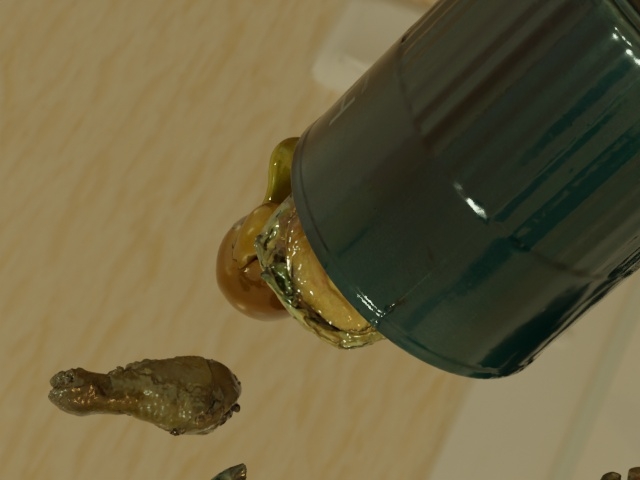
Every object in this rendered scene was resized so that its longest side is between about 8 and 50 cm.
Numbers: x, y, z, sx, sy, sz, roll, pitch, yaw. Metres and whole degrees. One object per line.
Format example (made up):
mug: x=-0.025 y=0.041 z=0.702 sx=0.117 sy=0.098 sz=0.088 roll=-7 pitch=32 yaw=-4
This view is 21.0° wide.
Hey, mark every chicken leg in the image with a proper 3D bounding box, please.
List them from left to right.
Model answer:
chicken leg: x=-0.162 y=0.144 z=1.626 sx=0.198 sy=0.085 sz=0.069 roll=6 pitch=151 yaw=-30

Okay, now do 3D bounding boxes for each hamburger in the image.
hamburger: x=-0.010 y=0.028 z=1.626 sx=0.087 sy=0.102 sz=0.176 roll=171 pitch=77 yaw=-78

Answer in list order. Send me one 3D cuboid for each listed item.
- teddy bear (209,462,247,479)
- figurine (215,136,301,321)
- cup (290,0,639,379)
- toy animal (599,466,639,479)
teddy bear: x=-0.120 y=0.306 z=1.558 sx=0.133 sy=0.213 sz=0.111 roll=17 pitch=128 yaw=38
figurine: x=0.006 y=0.006 z=1.796 sx=0.228 sy=0.215 sz=0.215 roll=21 pitch=153 yaw=36
cup: x=0.179 y=-0.084 z=1.224 sx=0.292 sy=0.308 sz=0.242 roll=-46 pitch=65 yaw=37
toy animal: x=0.446 y=0.303 z=1.837 sx=0.312 sy=0.157 sz=0.097 roll=29 pitch=-169 yaw=-5
